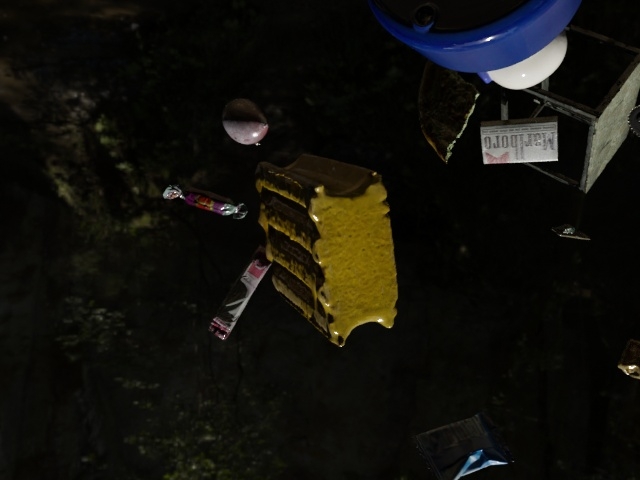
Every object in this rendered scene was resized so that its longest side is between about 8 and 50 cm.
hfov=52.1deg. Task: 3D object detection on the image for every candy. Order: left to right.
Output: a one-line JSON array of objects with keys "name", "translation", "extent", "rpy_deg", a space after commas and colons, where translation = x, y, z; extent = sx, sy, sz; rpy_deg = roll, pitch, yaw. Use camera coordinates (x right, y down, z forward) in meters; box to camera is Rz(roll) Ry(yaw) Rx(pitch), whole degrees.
[{"name": "candy", "translation": [-0.237, -0.082, 1.361], "extent": [0.175, 0.045, 0.043], "rpy_deg": [18, -155, -9]}, {"name": "candy", "translation": [0.216, 0.314, 0.989], "extent": [0.136, 0.038, 0.088], "rpy_deg": [-14, -123, -19]}]

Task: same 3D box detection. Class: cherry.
[{"name": "cherry", "translation": [-0.182, -0.299, 1.772], "extent": [0.148, 0.188, 0.115], "rpy_deg": [-2, -129, 33]}]

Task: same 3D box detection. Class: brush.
[{"name": "brush", "translation": [0.653, -0.024, 1.690], "extent": [0.190, 0.027, 0.034], "rpy_deg": [6, -148, -46]}]

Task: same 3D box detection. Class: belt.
[{"name": "belt", "translation": [-0.177, 0.117, 1.456], "extent": [0.053, 0.232, 0.071], "rpy_deg": [31, -174, -5]}]

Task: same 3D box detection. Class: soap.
[{"name": "soap", "translation": [0.000, 0.000, 1.226], "extent": [0.156, 0.293, 0.335], "rpy_deg": [-17, -162, -19]}]

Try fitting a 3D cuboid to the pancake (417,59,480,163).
[{"name": "pancake", "translation": [0.364, -0.408, 1.899], "extent": [0.197, 0.376, 0.054], "rpy_deg": [-10, 172, 36]}]

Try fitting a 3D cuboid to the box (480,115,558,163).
[{"name": "box", "translation": [0.482, -0.242, 1.585], "extent": [0.177, 0.115, 0.036], "rpy_deg": [0, -136, 19]}]

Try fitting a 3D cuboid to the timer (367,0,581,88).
[{"name": "timer", "translation": [0.246, -0.321, 0.902], "extent": [0.270, 0.270, 0.383], "rpy_deg": [13, 177, 28]}]

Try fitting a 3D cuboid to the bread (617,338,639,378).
[{"name": "bread", "translation": [1.013, 0.381, 1.964], "extent": [0.232, 0.088, 0.128], "rpy_deg": [31, -126, 4]}]

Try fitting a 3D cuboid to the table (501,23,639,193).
[{"name": "table", "translation": [0.615, -0.338, 1.652], "extent": [0.272, 0.222, 0.335], "rpy_deg": [32, 165, 28]}]

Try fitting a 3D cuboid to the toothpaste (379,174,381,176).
[{"name": "toothpaste", "translation": [0.069, -0.094, 1.563], "extent": [0.029, 0.197, 0.048], "rpy_deg": [48, -154, -11]}]

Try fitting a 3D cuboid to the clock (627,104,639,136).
[{"name": "clock", "translation": [0.638, -0.230, 1.274], "extent": [0.010, 0.074, 0.083], "rpy_deg": [-34, -144, -30]}]
